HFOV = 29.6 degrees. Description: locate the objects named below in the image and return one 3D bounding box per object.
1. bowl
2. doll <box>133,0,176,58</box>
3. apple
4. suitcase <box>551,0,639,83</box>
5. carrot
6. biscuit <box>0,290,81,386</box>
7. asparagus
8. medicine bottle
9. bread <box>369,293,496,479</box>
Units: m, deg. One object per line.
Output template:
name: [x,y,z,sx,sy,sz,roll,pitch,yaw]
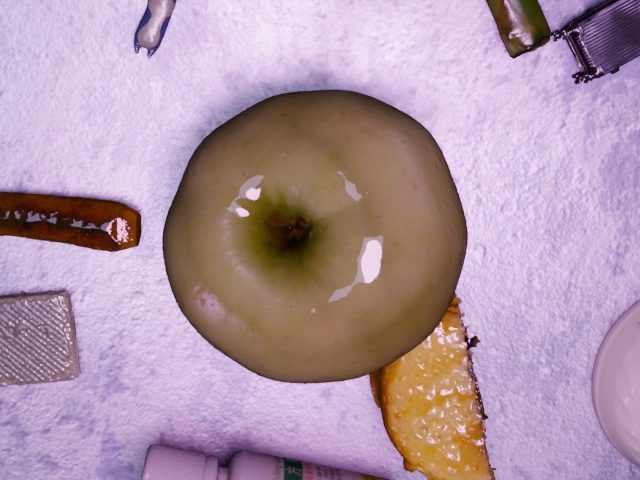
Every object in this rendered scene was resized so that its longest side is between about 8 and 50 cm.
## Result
bowl: [0.505,0.201,1.572,0.277,0.145,0.277,0,98,-4]
doll: [-0.199,-0.287,1.498,0.037,0.027,0.125,19,98,-14]
apple: [0.000,0.000,1.403,0.357,0.357,0.357,-1,100,-3]
suitcase: [0.366,-0.259,1.522,0.126,0.059,0.086,-29,100,-1]
carrot: [-0.384,-0.029,1.521,0.314,0.066,0.066,5,100,-1]
biscuit: [-0.415,0.130,1.555,0.199,0.040,0.121,-5,99,-2]
asparagus: [0.208,-0.358,1.494,0.067,0.060,0.277,-26,100,12]
medicine bottle: [-0.070,0.376,1.532,0.340,0.208,0.208,13,99,-6]
bread: [0.137,0.196,1.542,0.147,0.160,0.260,-10,107,5]
